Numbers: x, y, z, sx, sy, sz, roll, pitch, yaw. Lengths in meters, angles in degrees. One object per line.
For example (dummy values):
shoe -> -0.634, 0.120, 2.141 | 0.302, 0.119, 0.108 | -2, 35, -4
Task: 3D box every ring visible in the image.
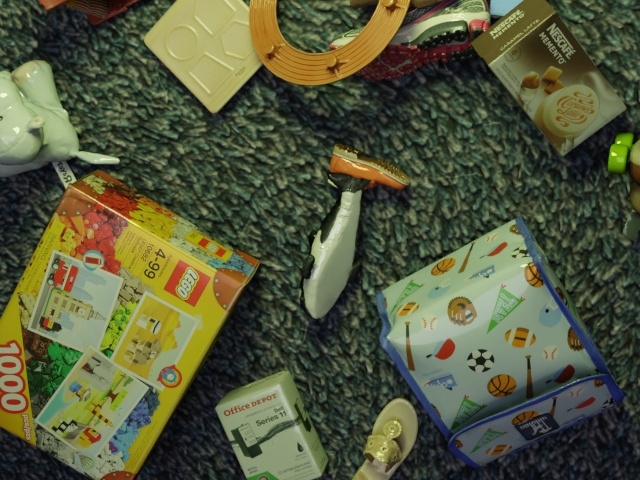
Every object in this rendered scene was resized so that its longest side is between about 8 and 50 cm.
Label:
ring -> 0.008, -0.434, 1.756 | 0.336, 0.032, 0.337 | -8, 74, 29

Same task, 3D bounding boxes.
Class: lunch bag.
lunch bag -> 0.330, 0.213, 1.812 | 0.327, 0.239, 0.385 | -28, 111, 14

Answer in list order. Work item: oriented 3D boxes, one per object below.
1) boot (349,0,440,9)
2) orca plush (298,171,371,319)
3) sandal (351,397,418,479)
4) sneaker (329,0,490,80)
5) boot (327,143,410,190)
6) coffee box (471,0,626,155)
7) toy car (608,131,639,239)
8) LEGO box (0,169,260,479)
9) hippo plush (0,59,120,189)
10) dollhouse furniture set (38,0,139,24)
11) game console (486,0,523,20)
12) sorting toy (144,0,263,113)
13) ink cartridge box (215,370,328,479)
boot -> 0.163, -0.519, 1.760 | 0.206, 0.090, 0.249 | 4, 67, 33
orca plush -> 0.000, 0.000, 1.892 | 0.102, 0.151, 0.287 | 31, 127, 40
sandal -> 0.121, 0.429, 1.965 | 0.088, 0.079, 0.240 | 27, 104, 4
sneaker -> 0.160, -0.369, 1.796 | 0.299, 0.121, 0.112 | -8, 65, 20
boot -> 0.089, -0.116, 1.879 | 0.157, 0.059, 0.085 | 22, 107, 14
coffee box -> 0.391, -0.281, 1.709 | 0.141, 0.098, 0.246 | -38, 124, 14
toy car -> 0.586, -0.083, 1.755 | 0.155, 0.149, 0.188 | 8, 115, 21
LEGO box -> -0.404, 0.175, 1.941 | 0.372, 0.193, 0.500 | 30, 105, -1
hippo plush -> -0.589, -0.194, 1.895 | 0.234, 0.236, 0.294 | -33, 93, 15
dollhouse furniture set -> -0.474, -0.596, 1.822 | 0.152, 0.201, 0.374 | -27, 89, 15
game console -> 0.336, -0.439, 1.758 | 0.122, 0.071, 0.107 | 9, 102, 9
sorting toy -> -0.204, -0.376, 1.894 | 0.193, 0.038, 0.208 | -44, 86, 15
ink cartridge box -> -0.097, 0.385, 1.993 | 0.153, 0.087, 0.208 | -23, 95, 13
